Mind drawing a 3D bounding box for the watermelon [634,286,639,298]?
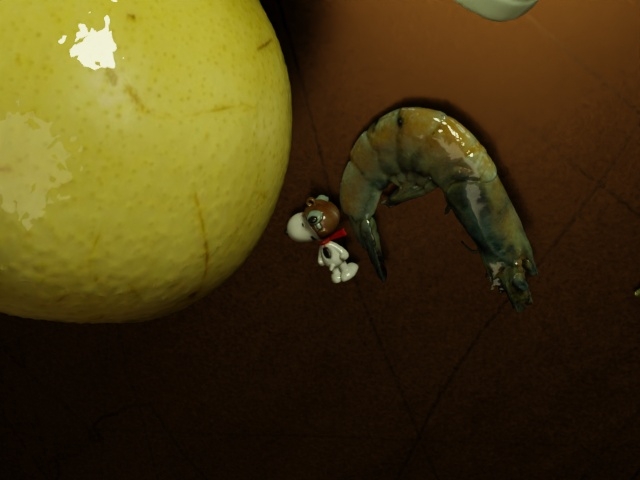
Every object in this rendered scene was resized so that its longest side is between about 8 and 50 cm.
[{"bbox_3d":[0.367,0.057,1.005,0.163,0.069,0.087,19,121,1],"label":"watermelon"}]

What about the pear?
[{"bbox_3d":[-0.186,-0.097,0.854,0.348,0.348,0.348,4,121,7],"label":"pear"}]

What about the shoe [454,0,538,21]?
[{"bbox_3d":[0.053,-0.308,0.787,0.363,0.132,0.160,35,142,-15],"label":"shoe"}]

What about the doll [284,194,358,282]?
[{"bbox_3d":[0.006,0.000,1.050,0.085,0.040,0.058,45,130,-12],"label":"doll"}]

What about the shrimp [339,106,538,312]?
[{"bbox_3d":[0.102,-0.015,1.023,0.150,0.051,0.217,-26,105,26],"label":"shrimp"}]
